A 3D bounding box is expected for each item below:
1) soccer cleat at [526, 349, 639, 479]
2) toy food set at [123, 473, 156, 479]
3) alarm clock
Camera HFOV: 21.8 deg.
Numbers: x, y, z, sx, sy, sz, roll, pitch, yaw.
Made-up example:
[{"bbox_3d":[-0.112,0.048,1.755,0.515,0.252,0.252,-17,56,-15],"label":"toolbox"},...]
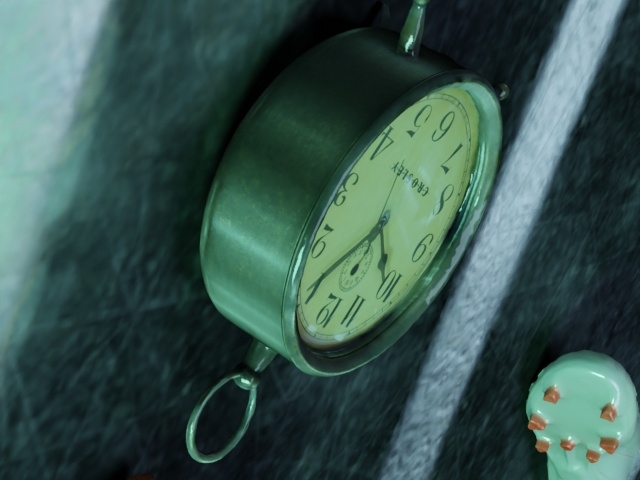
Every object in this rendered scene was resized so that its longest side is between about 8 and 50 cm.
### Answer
[{"bbox_3d":[0.169,0.111,1.040,0.196,0.068,0.076,76,36,-55],"label":"soccer cleat"},{"bbox_3d":[-0.111,0.202,0.620,0.232,0.111,0.104,-37,116,-18],"label":"toy food set"},{"bbox_3d":[0.000,0.000,0.637,0.192,0.064,0.129,-60,153,-4],"label":"alarm clock"}]
